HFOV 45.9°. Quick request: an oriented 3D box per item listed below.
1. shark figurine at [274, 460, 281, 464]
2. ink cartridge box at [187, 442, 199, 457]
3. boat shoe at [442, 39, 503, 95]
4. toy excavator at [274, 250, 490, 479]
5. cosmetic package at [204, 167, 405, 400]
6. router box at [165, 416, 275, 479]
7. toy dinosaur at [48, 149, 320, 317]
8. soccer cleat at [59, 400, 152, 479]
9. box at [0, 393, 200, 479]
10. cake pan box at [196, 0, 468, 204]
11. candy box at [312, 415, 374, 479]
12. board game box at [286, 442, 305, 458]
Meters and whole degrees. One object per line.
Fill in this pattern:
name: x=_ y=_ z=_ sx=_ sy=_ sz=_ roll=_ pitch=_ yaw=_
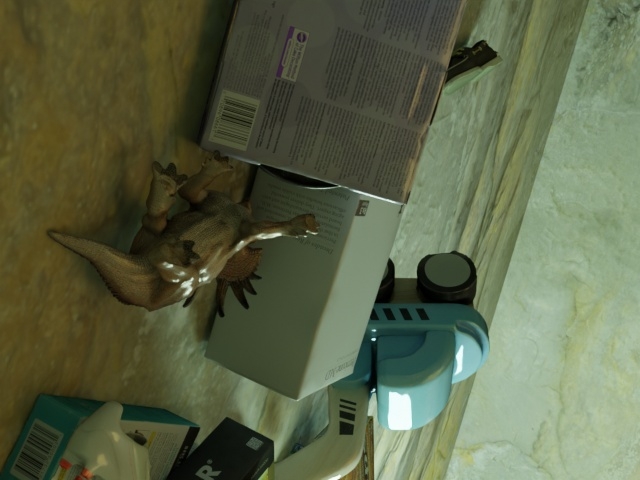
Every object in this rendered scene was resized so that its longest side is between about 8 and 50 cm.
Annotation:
shark figurine: x=-0.127 y=0.461 z=1.237 sx=0.116 sy=0.166 sz=0.278 roll=122 pitch=-10 yaw=-46
ink cartridge box: x=-0.199 y=0.361 z=1.002 sx=0.180 sy=0.060 sz=0.104 roll=-60 pitch=155 yaw=-21
boat shoe: x=0.286 y=-0.348 z=1.506 sx=0.081 sy=0.068 sz=0.228 roll=-37 pitch=177 yaw=41
toy excavator: x=0.074 y=0.245 z=1.263 sx=0.445 sy=0.433 sz=0.222 roll=-87 pitch=175 yaw=-46
cosmetic package: x=0.000 y=0.000 z=1.035 sx=0.217 sy=0.156 sz=0.385 roll=-7 pitch=113 yaw=-66
router box: x=-0.171 y=0.408 z=0.922 sx=0.309 sy=0.081 sz=0.243 roll=-42 pitch=144 yaw=-44
toy dinosaur: x=-0.141 y=0.017 z=0.803 sx=0.296 sy=0.127 sz=0.200 roll=-21 pitch=160 yaw=-43
soccer cleat: x=-0.194 y=0.239 z=0.760 sx=0.076 sy=0.068 sz=0.196 roll=-55 pitch=150 yaw=-36
box: x=-0.231 y=0.234 z=0.833 sx=0.100 sy=0.060 sz=0.244 roll=-66 pitch=156 yaw=-7
cake pan box: x=0.012 y=-0.186 z=0.831 sx=0.070 sy=0.246 sz=0.266 roll=-139 pitch=-117 yaw=-73
candy box: x=0.048 y=0.444 z=1.434 sx=0.316 sy=0.088 sz=0.183 roll=31 pitch=58 yaw=-80
board game box: x=-0.062 y=0.518 z=1.431 sx=0.194 sy=0.060 sz=0.194 roll=-54 pitch=152 yaw=-35
